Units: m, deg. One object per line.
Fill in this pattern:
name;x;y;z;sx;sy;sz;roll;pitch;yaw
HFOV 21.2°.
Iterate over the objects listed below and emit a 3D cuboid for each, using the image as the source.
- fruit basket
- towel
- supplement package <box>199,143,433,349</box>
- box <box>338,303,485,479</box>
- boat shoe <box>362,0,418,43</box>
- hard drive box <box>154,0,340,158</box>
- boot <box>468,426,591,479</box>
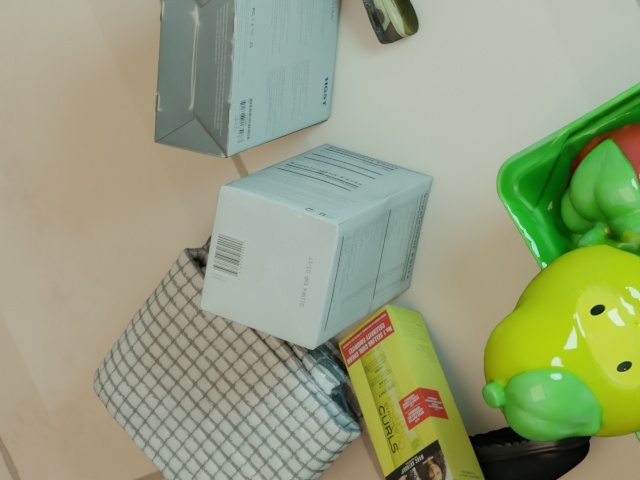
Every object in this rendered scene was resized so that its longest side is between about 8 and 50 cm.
fruit basket;0.313;0.051;1.551;0.283;0.392;0.392;-31;88;30
towel;-0.093;0.169;1.933;0.283;0.121;0.235;45;117;12
supplement package;0.000;0.000;1.764;0.134;0.244;0.139;19;110;21
box;0.097;0.187;1.810;0.087;0.058;0.232;-40;52;30
boat shoe;0.048;-0.275;1.777;0.049;0.056;0.152;-26;91;25
hard drive box;-0.070;-0.198;1.756;0.089;0.232;0.181;13;108;24
boot;0.207;0.306;1.822;0.246;0.094;0.207;-18;91;36
